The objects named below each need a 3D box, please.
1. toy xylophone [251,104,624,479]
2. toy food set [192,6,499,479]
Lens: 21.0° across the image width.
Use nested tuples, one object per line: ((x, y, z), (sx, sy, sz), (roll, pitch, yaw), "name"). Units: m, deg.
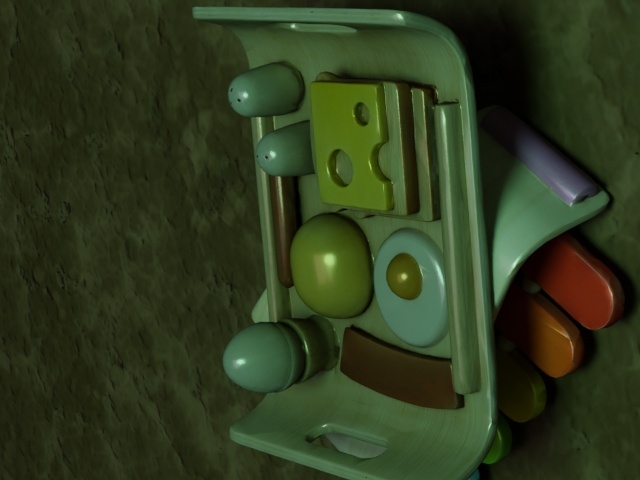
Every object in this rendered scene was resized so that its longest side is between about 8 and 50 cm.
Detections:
((0.068, 0.046, 1.190), (0.236, 0.081, 0.323), (51, 136, 28), "toy xylophone")
((0.000, 0.000, 1.118), (0.219, 0.092, 0.306), (9, 109, 50), "toy food set")
